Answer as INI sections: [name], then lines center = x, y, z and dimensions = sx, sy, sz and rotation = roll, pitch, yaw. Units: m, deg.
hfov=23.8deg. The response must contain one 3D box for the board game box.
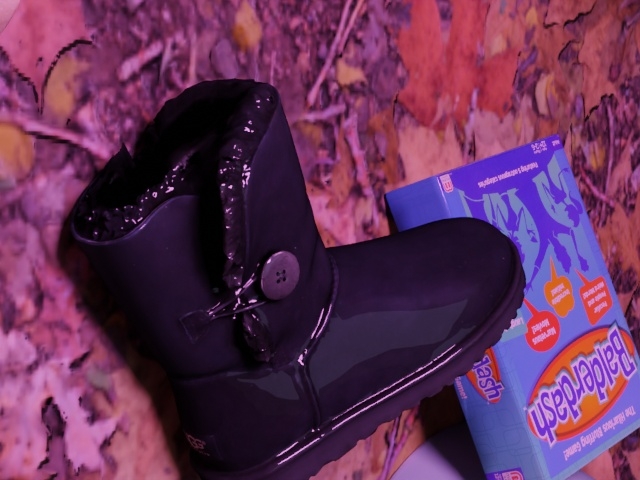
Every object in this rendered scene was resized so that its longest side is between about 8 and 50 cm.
[board game box]
center = 0.138, 0.046, 1.007
dimensions = 0.160, 0.047, 0.210
rotation = -21, 92, -50

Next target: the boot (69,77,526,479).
[boot]
center = 0.000, 0.000, 0.812
dimensions = 0.246, 0.094, 0.207
rotation = -36, 126, -25

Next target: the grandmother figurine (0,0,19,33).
[grandmother figurine]
center = -0.258, -0.063, 0.468
dimensions = 0.342, 0.104, 0.208
rotation = -6, 121, -55

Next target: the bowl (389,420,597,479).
[bowl]
center = 0.153, 0.289, 1.025
dimensions = 0.311, 0.163, 0.312
rotation = -12, 106, -51
